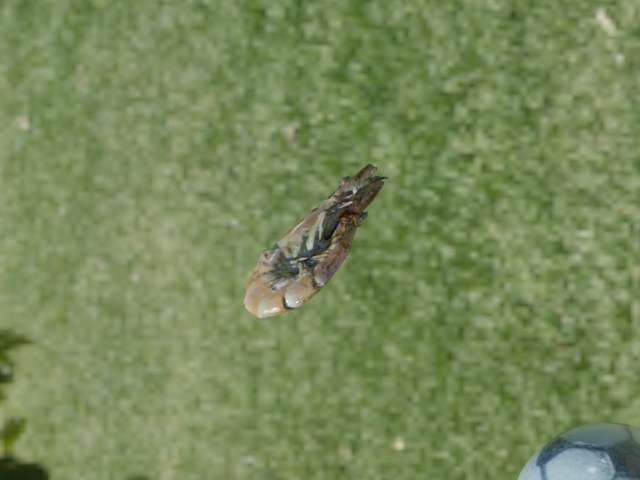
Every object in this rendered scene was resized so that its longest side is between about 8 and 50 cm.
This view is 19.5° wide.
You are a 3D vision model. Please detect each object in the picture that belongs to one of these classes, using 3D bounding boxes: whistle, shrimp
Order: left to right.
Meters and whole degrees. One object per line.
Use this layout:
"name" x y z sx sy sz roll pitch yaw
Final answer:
"shrimp" 0.000 0.000 1.624 0.180 0.041 0.099 -49 23 -23
"whistle" 0.199 0.231 1.433 0.163 0.290 0.163 30 133 39
